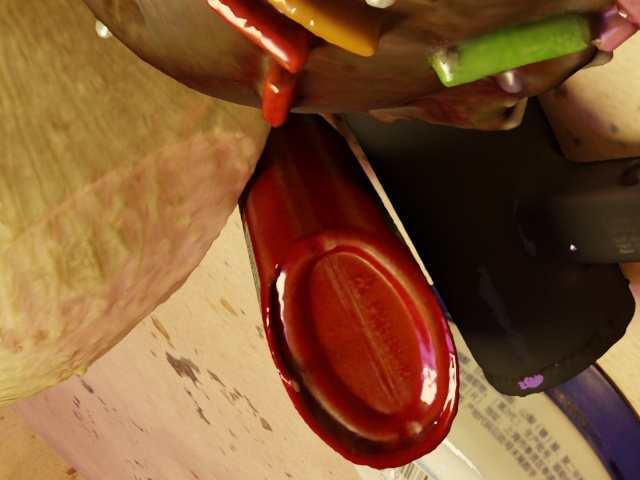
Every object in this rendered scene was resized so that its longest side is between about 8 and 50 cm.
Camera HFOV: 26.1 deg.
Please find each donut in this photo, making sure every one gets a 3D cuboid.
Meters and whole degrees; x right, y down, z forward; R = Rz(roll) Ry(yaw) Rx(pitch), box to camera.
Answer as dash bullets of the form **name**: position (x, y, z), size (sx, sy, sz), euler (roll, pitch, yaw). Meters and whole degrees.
- **donut**: position (0.004, -0.174, 0.342), size (0.259, 0.136, 0.345), euler (43, 141, 49)

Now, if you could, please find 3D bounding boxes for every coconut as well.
- **coconut**: position (-0.208, -0.117, 0.675), size (0.404, 0.404, 0.404), euler (42, 158, 21)

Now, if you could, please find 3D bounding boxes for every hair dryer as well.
- **hair dryer**: position (0.129, -0.023, 0.606), size (0.251, 0.089, 0.197), euler (0, 126, 53)

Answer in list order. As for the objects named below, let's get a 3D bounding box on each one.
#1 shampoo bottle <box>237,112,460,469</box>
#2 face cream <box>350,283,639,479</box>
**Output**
- **shampoo bottle**: position (0.001, 0.000, 0.717), size (0.118, 0.076, 0.314), euler (61, -177, -19)
- **face cream**: position (0.103, 0.134, 0.871), size (0.206, 0.111, 0.206), euler (41, 159, 19)
